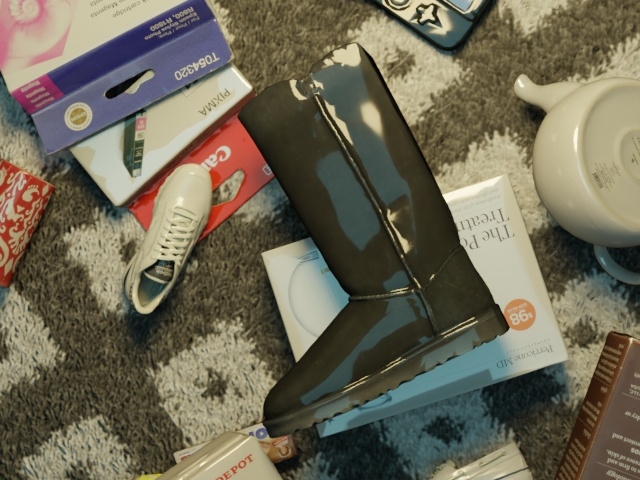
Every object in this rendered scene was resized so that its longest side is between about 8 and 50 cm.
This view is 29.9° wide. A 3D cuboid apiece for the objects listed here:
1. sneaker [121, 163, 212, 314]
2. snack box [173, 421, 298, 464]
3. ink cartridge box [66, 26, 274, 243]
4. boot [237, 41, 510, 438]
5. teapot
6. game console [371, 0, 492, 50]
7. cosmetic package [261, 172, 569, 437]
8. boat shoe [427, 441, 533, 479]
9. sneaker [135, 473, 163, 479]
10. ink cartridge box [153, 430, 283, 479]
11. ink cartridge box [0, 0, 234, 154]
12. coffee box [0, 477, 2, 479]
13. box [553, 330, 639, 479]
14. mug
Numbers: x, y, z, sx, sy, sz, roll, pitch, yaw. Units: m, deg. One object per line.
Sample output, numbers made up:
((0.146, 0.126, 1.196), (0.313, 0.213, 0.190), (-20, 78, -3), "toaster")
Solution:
((-0.218, 0.000, 1.765), (0.090, 0.095, 0.235), (21, 100, -14), "sneaker")
((-0.127, 0.320, 1.801), (0.178, 0.022, 0.064), (-20, 87, 4), "snack box")
((-0.203, -0.141, 1.803), (0.275, 0.060, 0.239), (-41, 84, 3), "ink cartridge box")
((0.002, -0.001, 1.643), (0.367, 0.146, 0.445), (-26, 87, -4), "boot")
((0.393, -0.096, 1.691), (0.253, 0.187, 0.256), (19, 72, -21), "teapot")
((0.173, -0.465, 1.720), (0.250, 0.173, 0.293), (36, 92, 5), "game console")
((0.136, 0.094, 1.749), (0.377, 0.097, 0.284), (-19, 89, 4), "cosmetic package")
((0.194, 0.358, 1.752), (0.226, 0.083, 0.075), (-17, 75, -7), "boat shoe")
((-0.277, 0.468, 1.789), (0.126, 0.091, 0.240), (0, 81, 17), "sneaker")
((-0.121, 0.410, 1.689), (0.171, 0.168, 0.232), (-33, 95, -18), "ink cartridge box")
((-0.337, -0.344, 1.783), (0.324, 0.071, 0.330), (-27, 74, 5), "ink cartridge box")
((-0.543, 0.386, 1.828), (0.113, 0.040, 0.184), (-28, 86, 4), "coffee box")
((0.412, 0.328, 1.668), (0.143, 0.191, 0.381), (22, 91, 5), "box")
((-0.495, -0.037, 1.803), (0.150, 0.113, 0.169), (29, 88, 4), "mug")
